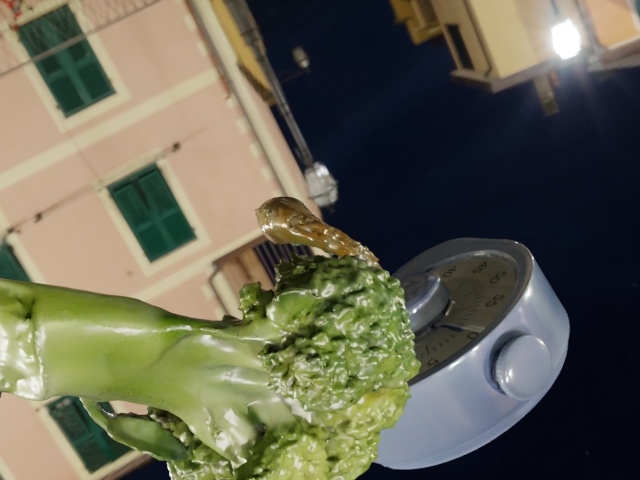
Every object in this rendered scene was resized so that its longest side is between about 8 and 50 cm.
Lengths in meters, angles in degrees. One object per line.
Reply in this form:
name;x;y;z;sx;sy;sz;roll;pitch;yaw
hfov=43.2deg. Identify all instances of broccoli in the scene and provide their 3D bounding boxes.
broccoli;-0.050;0.106;0.537;0.254;0.186;0.302;-16;164;19

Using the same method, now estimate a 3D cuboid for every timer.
timer;0.164;0.140;1.130;0.395;0.173;0.395;-30;-164;9

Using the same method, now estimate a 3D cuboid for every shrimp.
shrimp;0.001;-0.001;0.957;0.058;0.173;0.253;-63;-177;-3
